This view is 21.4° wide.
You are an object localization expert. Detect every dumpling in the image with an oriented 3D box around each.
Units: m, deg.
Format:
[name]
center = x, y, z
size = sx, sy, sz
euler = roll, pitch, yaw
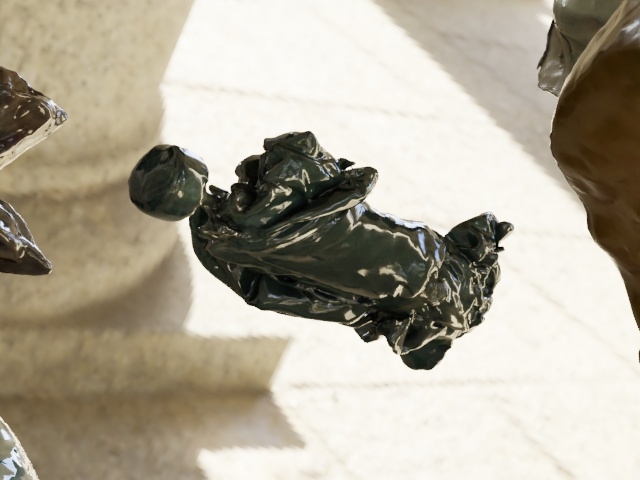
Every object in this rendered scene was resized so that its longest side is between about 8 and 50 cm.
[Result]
[dumpling]
center = 0.252, -0.175, 1.337
size = 0.118, 0.199, 0.136
euler = 32, 25, -23

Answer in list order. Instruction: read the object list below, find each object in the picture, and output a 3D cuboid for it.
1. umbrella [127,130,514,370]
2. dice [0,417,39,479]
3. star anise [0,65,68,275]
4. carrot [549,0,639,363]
[umbrella]
center = 0.000, -0.003, 1.184
size = 0.349, 0.143, 0.094
euler = 21, 19, -45
[dice]
center = -0.364, 0.226, 0.901
size = 0.328, 0.330, 0.348
euler = 23, 18, 12
[star anise]
center = -0.209, -0.049, 0.735
size = 0.230, 0.081, 0.262
euler = 23, 62, 17
[carrot]
center = 0.236, -0.060, 0.560
size = 0.241, 0.340, 0.241
euler = 39, -13, 10
